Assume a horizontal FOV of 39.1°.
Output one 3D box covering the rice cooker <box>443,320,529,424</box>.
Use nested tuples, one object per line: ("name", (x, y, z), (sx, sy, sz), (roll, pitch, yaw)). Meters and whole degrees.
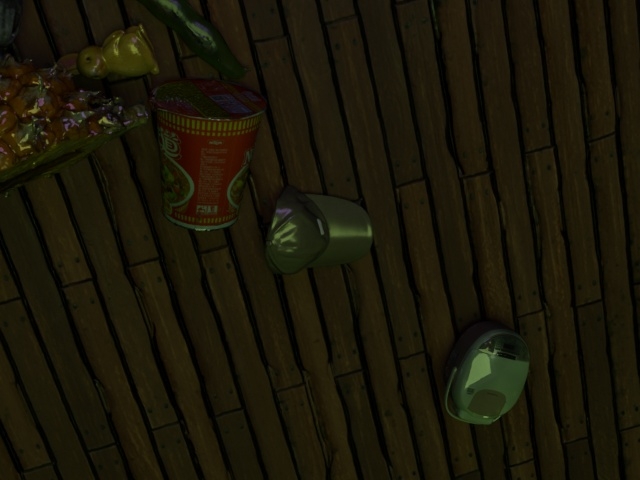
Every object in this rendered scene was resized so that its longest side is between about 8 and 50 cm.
("rice cooker", (0.319, 0.255, 1.751), (0.145, 0.127, 0.206), (16, 110, -16))

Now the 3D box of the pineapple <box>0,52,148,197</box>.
("pineapple", (-0.431, -0.212, 1.370), (0.286, 0.344, 0.209), (-30, 96, -16))

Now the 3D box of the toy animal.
("toy animal", (-0.345, -0.284, 1.441), (0.159, 0.070, 0.083), (-17, 115, 1))

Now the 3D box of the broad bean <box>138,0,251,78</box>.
("broad bean", (-0.230, -0.360, 1.445), (0.297, 0.043, 0.060), (37, 111, -21))

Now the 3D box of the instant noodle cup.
("instant noodle cup", (-0.192, -0.136, 1.475), (0.193, 0.193, 0.212), (2, 118, -12))

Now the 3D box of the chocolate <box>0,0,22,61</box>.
("chocolate", (-0.490, -0.382, 1.351), (0.110, 0.110, 0.248), (19, 103, -18))

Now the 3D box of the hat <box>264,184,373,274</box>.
("hat", (0.000, 0.000, 1.593), (0.173, 0.144, 0.166), (9, 113, 9))
